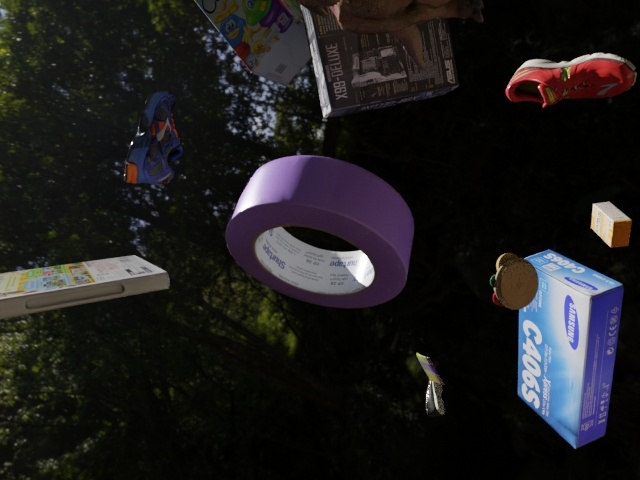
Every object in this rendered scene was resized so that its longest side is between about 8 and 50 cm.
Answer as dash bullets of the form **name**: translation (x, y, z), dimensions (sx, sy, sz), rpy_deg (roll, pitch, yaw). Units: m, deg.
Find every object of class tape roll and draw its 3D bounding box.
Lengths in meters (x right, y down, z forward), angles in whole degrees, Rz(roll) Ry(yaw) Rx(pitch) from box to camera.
- **tape roll**: translation (0.000, 0.000, 0.676), dimensions (0.275, 0.274, 0.090), rpy_deg (63, -145, -49)

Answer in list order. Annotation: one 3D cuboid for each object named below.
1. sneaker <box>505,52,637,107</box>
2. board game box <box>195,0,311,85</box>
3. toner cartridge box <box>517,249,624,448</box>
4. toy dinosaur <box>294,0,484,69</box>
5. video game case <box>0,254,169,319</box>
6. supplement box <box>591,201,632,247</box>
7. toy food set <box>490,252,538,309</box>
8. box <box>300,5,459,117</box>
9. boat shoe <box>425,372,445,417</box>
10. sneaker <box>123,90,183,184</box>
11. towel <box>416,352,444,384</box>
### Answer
- **sneaker**: translation (0.574, -0.358, 1.040), dimensions (0.118, 0.279, 0.107), rpy_deg (-47, -54, -19)
- **board game box**: translation (-0.143, -0.500, 0.967), dimensions (0.142, 0.275, 0.144), rpy_deg (-43, -14, 26)
- **toner cartridge box**: translation (0.469, 0.210, 0.856), dimensions (0.075, 0.165, 0.348), rpy_deg (-17, -66, -13)
- **toy dinosaur**: translation (0.042, -0.249, 0.421), dimensions (0.295, 0.200, 0.127), rpy_deg (11, -119, -78)
- **video game case**: translation (-0.334, 0.056, 0.593), dimensions (0.206, 0.227, 0.026), rpy_deg (-9, -81, -32)
- **supplement box**: translation (0.623, -0.035, 0.951), dimensions (0.098, 0.036, 0.062), rpy_deg (-76, -23, -62)
- **toy food set**: translation (0.298, 0.066, 0.678), dimensions (0.083, 0.020, 0.083), rpy_deg (25, -95, -17)
- **box**: translation (0.094, -0.393, 0.775), dimensions (0.076, 0.242, 0.308), rpy_deg (-150, 46, -78)
- **boat shoe**: translation (0.290, 0.391, 1.138), dimensions (0.049, 0.042, 0.133), rpy_deg (44, -148, -22)
- **sneaker**: translation (-0.299, -0.187, 0.826), dimensions (0.087, 0.083, 0.221), rpy_deg (17, -122, -23)
- **towel**: translation (0.267, 0.313, 1.078), dimensions (0.009, 0.060, 0.083), rpy_deg (-32, -87, -16)
